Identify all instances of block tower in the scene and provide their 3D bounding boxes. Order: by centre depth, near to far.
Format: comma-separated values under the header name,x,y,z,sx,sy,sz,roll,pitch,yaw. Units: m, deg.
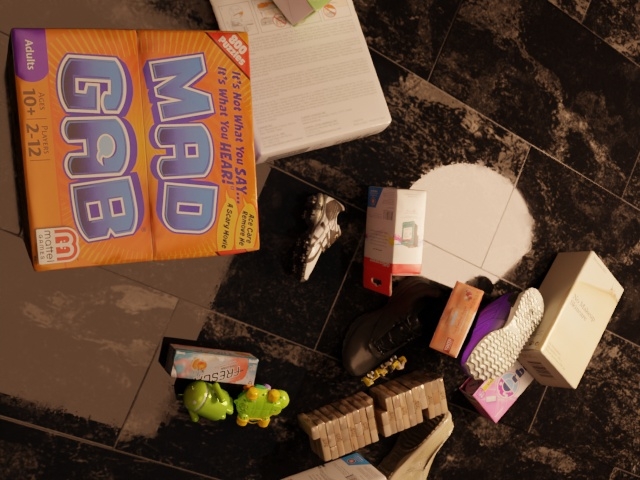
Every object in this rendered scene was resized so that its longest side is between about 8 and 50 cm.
name,x,y,z,sx,sy,sz,roll,pitch,yaw
block tower,0.121,0.396,1.725,0.335,0.091,0.097,-15,101,-21

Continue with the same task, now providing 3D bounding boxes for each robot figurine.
name,x,y,z,sx,sy,sz,roll,pitch,yaw
robot figurine,-0.236,0.331,1.571,0.101,0.067,0.115,-36,128,28

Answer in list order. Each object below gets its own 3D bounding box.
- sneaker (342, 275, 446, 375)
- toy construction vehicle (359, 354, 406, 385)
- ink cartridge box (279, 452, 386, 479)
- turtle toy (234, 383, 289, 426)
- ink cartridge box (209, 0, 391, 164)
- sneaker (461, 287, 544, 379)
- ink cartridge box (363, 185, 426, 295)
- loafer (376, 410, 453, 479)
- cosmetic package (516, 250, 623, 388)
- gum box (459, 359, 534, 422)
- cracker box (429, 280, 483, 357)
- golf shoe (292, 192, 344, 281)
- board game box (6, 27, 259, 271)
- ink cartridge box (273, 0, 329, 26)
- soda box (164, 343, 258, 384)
name,x,y,z,sx,sy,sz,roll,pitch,yaw
sneaker,0.164,0.194,1.700,0.286,0.130,0.109,-46,113,-11
toy construction vehicle,0.146,0.296,1.714,0.086,0.098,0.035,-39,79,25
ink cartridge box,0.029,0.562,1.672,0.203,0.148,0.086,-14,103,-21
turtle toy,-0.126,0.346,1.624,0.130,0.066,0.095,11,115,-27
ink cartridge box,-0.055,-0.379,1.586,0.308,0.091,0.385,-17,86,-20
sneaker,0.400,0.224,1.790,0.293,0.146,0.102,-39,109,-33
ink cartridge box,0.161,-0.001,1.674,0.078,0.134,0.231,1,96,-24
loafer,0.222,0.510,1.782,0.092,0.102,0.268,43,88,-23
cosmetic package,0.606,0.192,1.866,0.160,0.113,0.309,44,66,-21
gum box,0.448,0.341,1.875,0.188,0.062,0.107,-45,111,-13
cracker box,0.306,0.182,1.709,0.067,0.232,0.155,23,86,13
golf shoe,0.000,0.000,1.636,0.094,0.077,0.198,15,91,-24
board game box,-0.337,-0.161,1.317,0.356,0.356,0.356,-5,98,-23
ink cartridge box,0.024,-0.625,1.532,0.353,0.119,0.207,-44,105,-20
soda box,-0.225,0.258,1.573,0.183,0.063,0.058,10,91,-24
